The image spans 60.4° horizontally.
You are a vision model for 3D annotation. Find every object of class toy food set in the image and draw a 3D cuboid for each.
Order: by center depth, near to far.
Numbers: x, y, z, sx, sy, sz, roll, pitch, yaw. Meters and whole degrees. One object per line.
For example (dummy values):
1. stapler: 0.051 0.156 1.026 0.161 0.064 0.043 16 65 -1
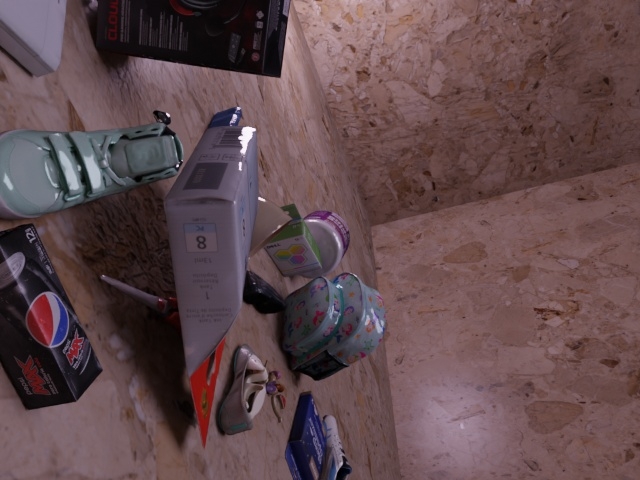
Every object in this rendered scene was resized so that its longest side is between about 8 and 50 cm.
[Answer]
1. toy food set: -0.094 0.324 1.198 0.078 0.019 0.122 -77 151 -66

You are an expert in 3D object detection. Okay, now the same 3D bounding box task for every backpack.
1. backpack: 0.031 0.201 1.368 0.191 0.253 0.225 42 32 -35

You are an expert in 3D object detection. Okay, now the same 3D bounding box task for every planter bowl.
1. planter bowl: -0.149 -0.028 1.058 0.109 0.162 0.162 49 13 0

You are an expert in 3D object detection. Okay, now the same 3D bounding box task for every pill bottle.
1. pill bottle: 0.000 0.000 1.647 0.301 0.169 0.170 -51 127 -76

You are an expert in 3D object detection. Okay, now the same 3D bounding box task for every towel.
1. towel: -0.207 -0.252 1.195 0.120 0.067 0.029 -86 158 -56

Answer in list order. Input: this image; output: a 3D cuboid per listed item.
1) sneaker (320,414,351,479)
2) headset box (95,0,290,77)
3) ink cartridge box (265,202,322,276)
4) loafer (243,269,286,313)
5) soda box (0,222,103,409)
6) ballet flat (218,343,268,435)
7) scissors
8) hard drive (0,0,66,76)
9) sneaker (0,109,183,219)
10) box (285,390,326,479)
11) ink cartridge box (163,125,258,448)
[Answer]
1. sneaker: 0.038 0.556 1.406 0.237 0.086 0.085 -92 162 -49
2. headset box: -0.196 -0.373 0.814 0.110 0.292 0.218 -49 149 -73
3. ink cartridge box: -0.079 0.005 1.410 0.209 0.108 0.062 63 17 -49
4. loafer: -0.121 0.116 1.211 0.170 0.062 0.061 58 17 -61
5. soda box: -0.274 0.074 0.521 0.053 0.060 0.169 -71 146 -67
6. ballet flat: -0.127 0.262 0.993 0.213 0.068 0.072 -81 155 -62
7. scissors: -0.226 0.108 0.809 0.297 0.021 0.109 32 48 -76
8. hard drive: -0.378 -0.344 0.557 0.307 0.040 0.203 55 24 -62
9. sneaker: -0.248 -0.094 0.614 0.256 0.150 0.094 -57 134 -73
10. box: -0.030 0.478 1.296 0.225 0.036 0.137 -68 143 -68
11. ink cartridge box: -0.137 0.056 0.820 0.308 0.091 0.386 -95 -176 -63
